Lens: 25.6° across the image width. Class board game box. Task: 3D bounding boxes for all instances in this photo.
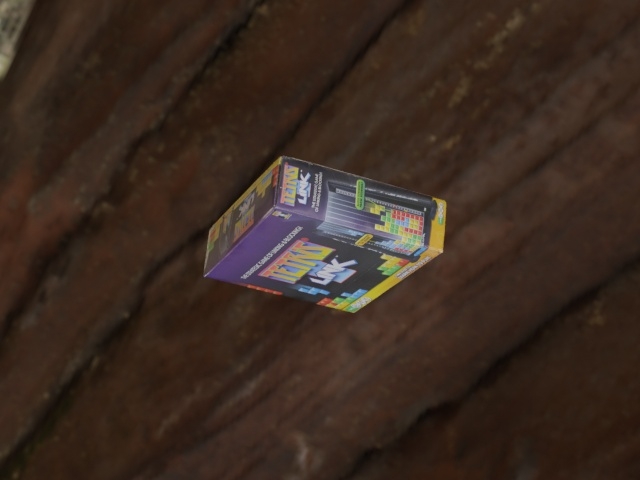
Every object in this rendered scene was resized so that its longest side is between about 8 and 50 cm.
[{"bbox_3d":[0.000,0.000,1.126,0.170,0.141,0.048,139,-40,-60],"label":"board game box"}]
